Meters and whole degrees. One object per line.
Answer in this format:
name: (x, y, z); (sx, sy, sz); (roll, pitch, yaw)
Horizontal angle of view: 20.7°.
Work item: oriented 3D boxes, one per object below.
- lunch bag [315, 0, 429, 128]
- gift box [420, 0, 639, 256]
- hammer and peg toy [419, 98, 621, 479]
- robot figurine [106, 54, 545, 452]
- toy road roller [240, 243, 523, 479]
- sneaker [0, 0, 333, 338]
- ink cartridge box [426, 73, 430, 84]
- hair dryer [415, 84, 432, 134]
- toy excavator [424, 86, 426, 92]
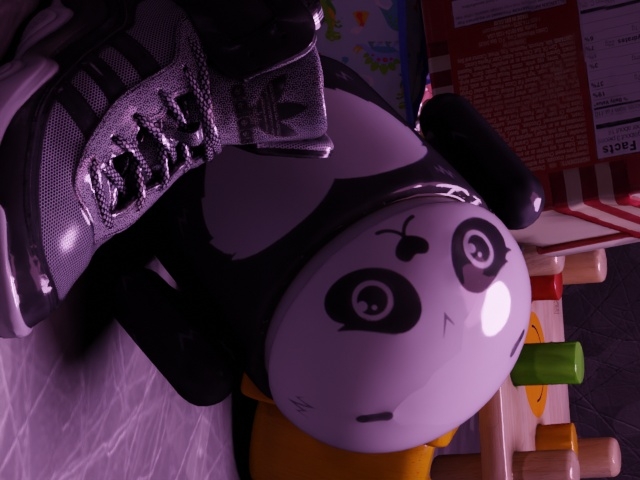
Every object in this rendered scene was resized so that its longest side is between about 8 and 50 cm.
lunch bag: (0.010, -0.166, 1.311); (0.151, 0.129, 0.096); (78, 19, -45)
gift box: (0.238, -0.140, 1.306); (0.258, 0.255, 0.276); (12, 74, -61)
hammer and peg toy: (0.182, 0.056, 1.565); (0.266, 0.127, 0.361); (11, 75, -69)
robot figurine: (0.001, -0.002, 1.034); (0.173, 0.278, 0.209); (17, 115, -49)
toy road roller: (0.029, 0.105, 1.313); (0.329, 0.202, 0.240); (-22, 125, -79)
sneaker: (-0.077, -0.055, 0.863); (0.268, 0.153, 0.101); (-74, 162, -48)
ink cartridge box: (0.104, -0.272, 1.411); (0.186, 0.065, 0.311); (-25, 122, -40)
hair dryer: (0.125, -0.202, 1.754); (0.223, 0.080, 0.293); (-58, -161, 7)
toy excavator: (0.084, -0.371, 1.544); (0.445, 0.222, 0.433); (-51, 145, -47)
